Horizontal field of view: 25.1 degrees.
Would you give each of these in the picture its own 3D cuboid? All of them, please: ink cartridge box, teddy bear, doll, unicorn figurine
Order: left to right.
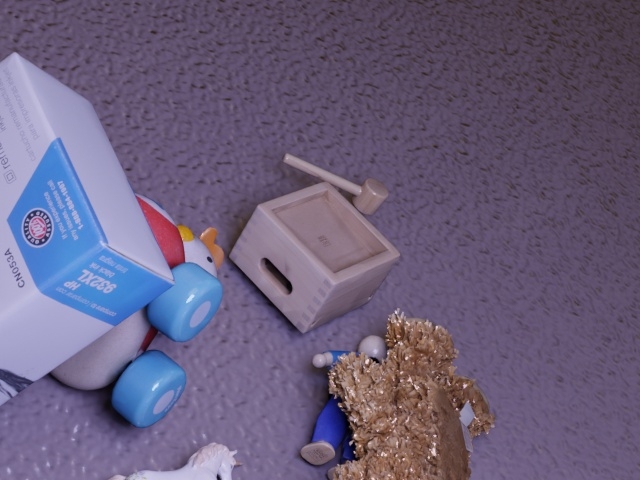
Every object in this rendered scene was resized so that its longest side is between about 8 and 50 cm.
[{"bbox_3d":[-0.318,0.020,1.276,0.223,0.307,0.129,61,13,26],"label":"ink cartridge box"},{"bbox_3d":[-0.132,0.244,1.372,0.162,0.060,0.111,7,51,-24],"label":"unicorn figurine"},{"bbox_3d":[0.037,0.167,1.535,0.129,0.046,0.189,41,42,-13],"label":"doll"},{"bbox_3d":[0.092,0.214,1.468,0.245,0.113,0.338,47,32,-35],"label":"teddy bear"}]

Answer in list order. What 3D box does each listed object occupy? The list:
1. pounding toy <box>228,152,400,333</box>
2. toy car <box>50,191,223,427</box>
[{"bbox_3d":[-0.003,-0.008,1.639,0.181,0.094,0.206,45,37,19],"label":"pounding toy"},{"bbox_3d":[-0.170,0.029,1.450,0.219,0.210,0.238,35,31,19],"label":"toy car"}]
